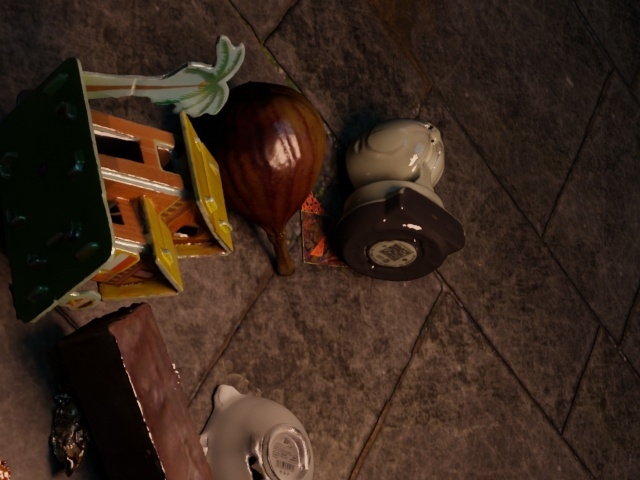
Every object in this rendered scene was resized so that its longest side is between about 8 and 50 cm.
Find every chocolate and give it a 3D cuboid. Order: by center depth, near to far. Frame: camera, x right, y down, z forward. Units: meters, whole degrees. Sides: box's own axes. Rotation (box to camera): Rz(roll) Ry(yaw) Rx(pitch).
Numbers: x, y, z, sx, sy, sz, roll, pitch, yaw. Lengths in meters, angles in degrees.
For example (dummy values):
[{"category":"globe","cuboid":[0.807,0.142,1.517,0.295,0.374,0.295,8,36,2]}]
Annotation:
[{"category":"chocolate","cuboid":[-0.238,0.251,1.676,0.112,0.112,0.321,-37,111,-58]}]

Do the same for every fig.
[{"category":"fig","cuboid":[-0.073,-0.084,1.974,0.217,0.217,0.320,-46,128,-46]}]

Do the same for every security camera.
[{"category":"security camera","cuboid":[0.125,-0.089,2.174,0.197,0.191,0.277,30,49,-34]}]

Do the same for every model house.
[{"category":"model house","cuboid":[-0.200,-0.071,1.665,0.324,0.340,0.300,14,51,-46]}]

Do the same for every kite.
[{"category":"kite","cuboid":[-0.001,0.000,2.142,0.222,0.008,0.125,55,43,-18]}]

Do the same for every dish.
[{"category":"dish","cuboid":[-0.079,0.331,1.868,0.236,0.086,0.228,50,45,-21]}]

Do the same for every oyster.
[{"category":"oyster","cuboid":[-0.317,0.247,1.681,0.086,0.029,0.132,6,68,-46]}]

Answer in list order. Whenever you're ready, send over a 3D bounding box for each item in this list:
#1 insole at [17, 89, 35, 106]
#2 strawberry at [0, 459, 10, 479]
[{"category":"insole","cuboid":[-0.367,-0.103,1.782,0.080,0.003,0.231,-22,92,-49]},{"category":"strawberry","cuboid":[-0.461,0.293,1.463,0.140,0.085,0.192,51,38,-10]}]
